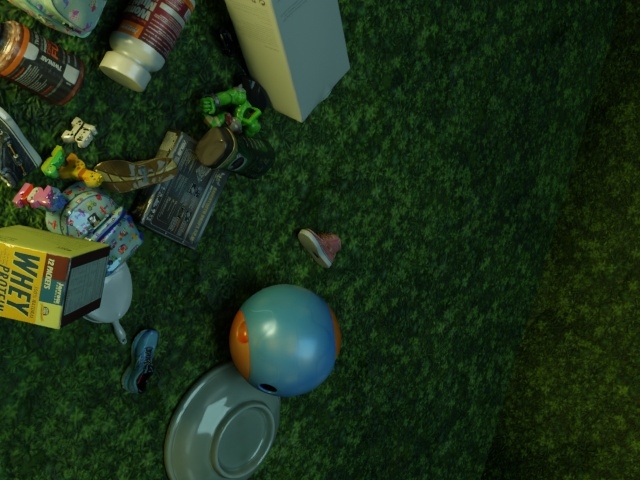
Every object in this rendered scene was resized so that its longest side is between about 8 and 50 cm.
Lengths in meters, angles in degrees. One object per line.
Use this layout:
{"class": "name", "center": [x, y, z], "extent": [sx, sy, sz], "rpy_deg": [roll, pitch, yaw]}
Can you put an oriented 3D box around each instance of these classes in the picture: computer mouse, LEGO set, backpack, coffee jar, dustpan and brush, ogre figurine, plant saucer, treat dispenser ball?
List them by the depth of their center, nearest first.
{"class": "backpack", "center": [-0.486, -0.480, 1.467], "extent": [0.188, 0.144, 0.166], "rpy_deg": [25, 90, -46]}
{"class": "LEGO set", "center": [-0.495, -0.128, 1.584], "extent": [0.087, 0.093, 0.227], "rpy_deg": [83, 28, -57]}
{"class": "backpack", "center": [-0.475, -0.030, 1.659], "extent": [0.158, 0.117, 0.173], "rpy_deg": [-46, 130, -28]}
{"class": "dustpan and brush", "center": [-0.470, 0.155, 1.786], "extent": [0.147, 0.060, 0.211], "rpy_deg": [-37, 122, -31]}
{"class": "coffee jar", "center": [-0.196, -0.202, 1.835], "extent": [0.096, 0.079, 0.184], "rpy_deg": [-42, 151, 25]}
{"class": "computer mouse", "center": [-0.194, -0.394, 1.875], "extent": [0.041, 0.071, 0.242], "rpy_deg": [-42, 130, -16]}
{"class": "ogre figurine", "center": [-0.206, -0.282, 1.881], "extent": [0.118, 0.097, 0.197], "rpy_deg": [-40, 120, -16]}
{"class": "treat dispenser ball", "center": [-0.091, 0.257, 2.052], "extent": [0.288, 0.288, 0.288], "rpy_deg": [-19, 117, -43]}
{"class": "plant saucer", "center": [-0.231, 0.522, 2.139], "extent": [0.400, 0.100, 0.400], "rpy_deg": [-20, 118, -42]}

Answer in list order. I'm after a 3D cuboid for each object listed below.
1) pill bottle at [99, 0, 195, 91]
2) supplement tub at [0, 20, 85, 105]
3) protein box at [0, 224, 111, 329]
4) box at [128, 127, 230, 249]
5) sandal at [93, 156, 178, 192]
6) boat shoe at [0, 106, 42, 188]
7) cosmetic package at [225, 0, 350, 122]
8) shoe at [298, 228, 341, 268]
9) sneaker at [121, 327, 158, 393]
{"class": "pill bottle", "center": [-0.358, -0.427, 1.639], "extent": [0.121, 0.121, 0.221], "rpy_deg": [37, 76, -48]}
{"class": "supplement tub", "center": [-0.545, -0.337, 1.478], "extent": [0.198, 0.106, 0.106], "rpy_deg": [27, 83, -49]}
{"class": "protein box", "center": [-0.535, 0.063, 1.503], "extent": [0.201, 0.200, 0.136], "rpy_deg": [-50, 152, -82]}
{"class": "box", "center": [-0.321, -0.116, 1.842], "extent": [0.183, 0.056, 0.231], "rpy_deg": [31, 80, -50]}
{"class": "sandal", "center": [-0.402, -0.145, 1.730], "extent": [0.180, 0.049, 0.072], "rpy_deg": [-11, 98, -23]}
{"class": "boat shoe", "center": [-0.606, -0.182, 1.495], "extent": [0.083, 0.065, 0.183], "rpy_deg": [-54, 138, -25]}
{"class": "cosmetic package", "center": [-0.070, -0.490, 1.838], "extent": [0.217, 0.156, 0.385], "rpy_deg": [-50, 152, -24]}
{"class": "shoe", "center": [0.000, 0.000, 2.236], "extent": [0.081, 0.063, 0.178], "rpy_deg": [-57, 142, -18]}
{"class": "sneaker", "center": [-0.410, 0.287, 1.875], "extent": [0.063, 0.073, 0.162], "rpy_deg": [13, 94, -49]}
